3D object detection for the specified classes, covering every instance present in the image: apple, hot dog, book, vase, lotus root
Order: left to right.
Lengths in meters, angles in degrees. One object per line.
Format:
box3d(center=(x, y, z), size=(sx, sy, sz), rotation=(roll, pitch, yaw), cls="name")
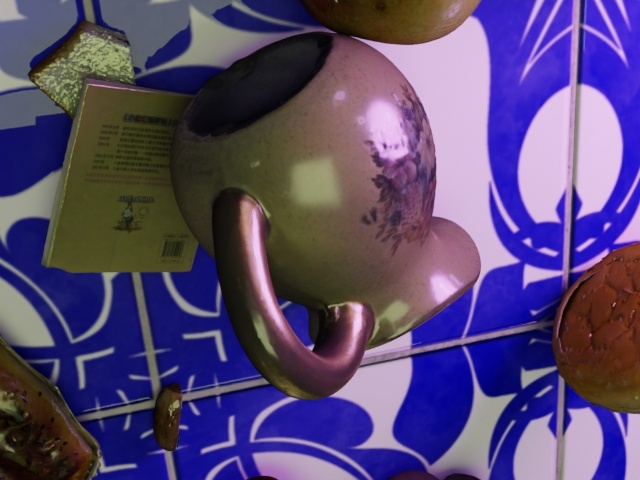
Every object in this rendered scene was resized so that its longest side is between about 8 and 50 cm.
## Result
box3d(center=(-0.347, 0.203, 1.015), size=(0.162, 0.082, 0.270), rotation=(-32, 117, -1), cls="hot dog")
box3d(center=(-0.175, -0.055, 0.948), size=(0.168, 0.013, 0.192), rotation=(2, 114, -40), cls="book")
box3d(center=(-0.173, 0.203, 1.086), size=(0.030, 0.037, 0.083), rotation=(2, 114, -12), cls="lotus root")
box3d(center=(0.000, 0.000, 0.886), size=(0.241, 0.329, 0.302), rotation=(-13, 126, 30), cls="vase")
box3d(center=(0.064, -0.271, 0.866), size=(0.207, 0.174, 0.188), rotation=(-1, 113, 3), cls="apple")

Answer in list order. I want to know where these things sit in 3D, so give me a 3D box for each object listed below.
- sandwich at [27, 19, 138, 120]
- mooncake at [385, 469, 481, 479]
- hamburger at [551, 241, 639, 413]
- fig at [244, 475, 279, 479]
box3d(center=(-0.209, -0.150, 0.914), size=(0.093, 0.036, 0.105), rotation=(-38, 119, 3), cls="sandwich")
box3d(center=(0.126, 0.439, 1.212), size=(0.306, 0.154, 0.306), rotation=(-6, 116, -12), cls="mooncake")
box3d(center=(0.363, 0.105, 1.096), size=(0.108, 0.214, 0.214), rotation=(33, 102, -30), cls="hamburger")
box3d(center=(-0.042, 0.341, 1.133), size=(0.155, 0.109, 0.103), rotation=(25, 103, -4), cls="fig")
